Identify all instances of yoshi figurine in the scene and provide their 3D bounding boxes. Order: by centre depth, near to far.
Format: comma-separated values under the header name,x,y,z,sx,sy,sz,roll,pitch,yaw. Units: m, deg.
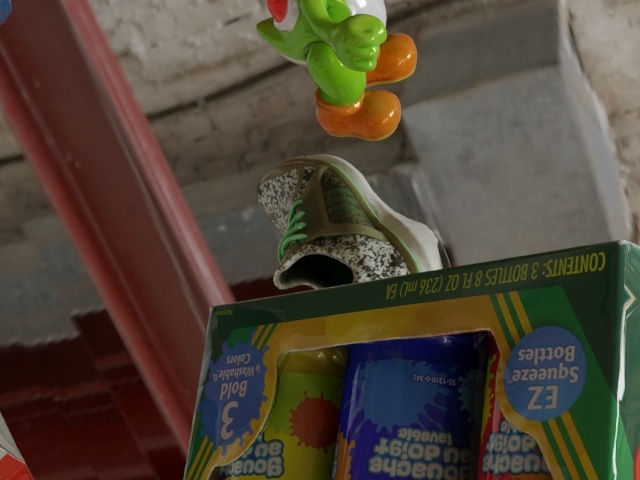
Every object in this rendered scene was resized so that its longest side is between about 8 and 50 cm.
name,x,y,z,sx,sy,sz,roll,pitch,yaw
yoshi figurine,0.042,-0.291,1.396,0.203,0.362,0.203,-36,-134,-13

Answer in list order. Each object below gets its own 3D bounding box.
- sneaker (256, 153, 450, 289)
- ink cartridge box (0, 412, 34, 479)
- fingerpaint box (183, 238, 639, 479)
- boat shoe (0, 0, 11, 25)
name,x,y,z,sx,sy,sz,roll,pitch,yaw
sneaker,0.000,0.000,1.721,0.182,0.158,0.410,-14,-150,-30
ink cartridge box,-0.371,0.233,1.226,0.189,0.232,0.066,-42,153,23
fingerpaint box,0.076,0.221,0.971,0.445,0.163,0.371,-11,-115,46
boat shoe,-0.305,-0.176,0.962,0.258,0.089,0.109,-18,173,42
